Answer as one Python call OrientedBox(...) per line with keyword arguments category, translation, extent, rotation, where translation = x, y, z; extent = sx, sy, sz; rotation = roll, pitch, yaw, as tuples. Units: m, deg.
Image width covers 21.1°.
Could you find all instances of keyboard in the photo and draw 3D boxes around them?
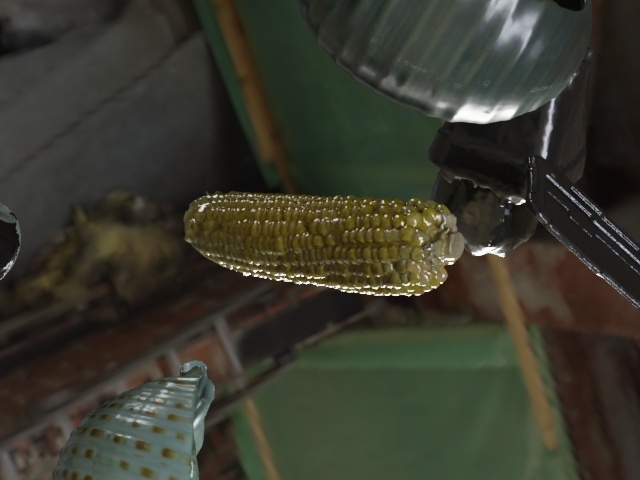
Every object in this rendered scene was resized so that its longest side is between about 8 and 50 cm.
OrientedBox(category="keyboard", translation=(0.290, 0.019, 1.680), extent=(0.262, 0.106, 0.016), rotation=(40, -57, -21))

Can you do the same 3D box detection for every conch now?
OrientedBox(category="conch", translation=(-0.155, 0.194, 1.398), extent=(0.172, 0.131, 0.200), rotation=(74, 17, -79))

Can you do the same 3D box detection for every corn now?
OrientedBox(category="corn", translation=(0.000, 0.000, 1.484), extent=(0.288, 0.086, 0.086), rotation=(6, -62, 39))

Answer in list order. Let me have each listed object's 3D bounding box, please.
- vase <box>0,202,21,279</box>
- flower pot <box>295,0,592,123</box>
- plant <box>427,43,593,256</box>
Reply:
OrientedBox(category="vase", translation=(-0.462, -0.047, 1.892), extent=(0.165, 0.165, 0.360), rotation=(52, 4, 24))
OrientedBox(category="flower pot", translation=(0.091, -0.190, 1.322), extent=(0.243, 0.189, 0.157), rotation=(28, -50, 0))
OrientedBox(category="plant", translation=(0.204, -0.102, 1.813), extent=(0.141, 0.164, 0.256), rotation=(26, -63, 16))
